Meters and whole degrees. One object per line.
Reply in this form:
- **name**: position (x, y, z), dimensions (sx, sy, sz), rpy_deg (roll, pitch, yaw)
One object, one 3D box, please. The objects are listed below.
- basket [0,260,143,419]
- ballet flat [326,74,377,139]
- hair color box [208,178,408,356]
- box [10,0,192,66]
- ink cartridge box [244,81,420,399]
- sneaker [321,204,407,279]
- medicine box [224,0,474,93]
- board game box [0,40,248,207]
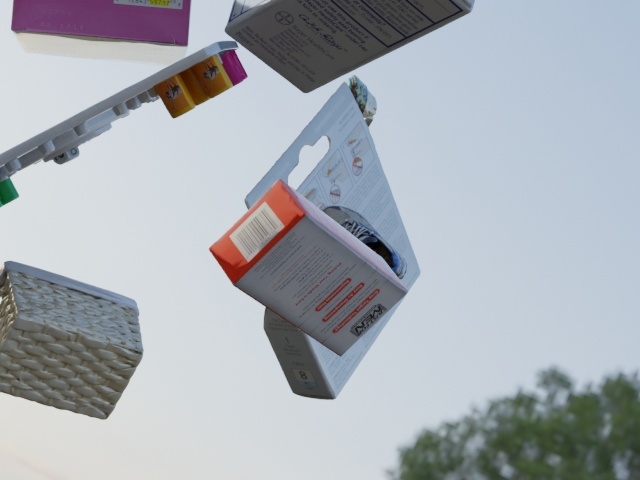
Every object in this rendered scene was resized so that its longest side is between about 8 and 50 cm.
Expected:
- **basket**: position (-0.284, 0.112, 1.710), dimensions (0.167, 0.113, 0.103), rpy_deg (19, 23, -28)
- **ballet flat**: position (0.057, -0.208, 2.499), dimensions (0.070, 0.070, 0.188), rpy_deg (28, -21, -1)
- **hair color box**: position (-0.006, 0.021, 1.096), dimensions (0.141, 0.072, 0.043), rpy_deg (38, 10, -49)
- **box**: position (-0.272, -0.297, 1.988), dimensions (0.213, 0.117, 0.243), rpy_deg (4, -1, -7)
- **ink cartridge box**: position (0.000, 0.000, 2.392), dimensions (0.091, 0.308, 0.385), rpy_deg (3, -50, 36)
- **sneaker**: position (0.054, -0.001, 1.993), dimensions (0.135, 0.052, 0.058), rpy_deg (37, 0, 10)
- **medicine box**: position (0.052, -0.360, 1.904), dimensions (0.289, 0.264, 0.149), rpy_deg (-21, -45, 42)
- **board game box**: position (-0.262, -0.104, 1.697), dimensions (0.050, 0.390, 0.390), rpy_deg (62, 3, -6)
